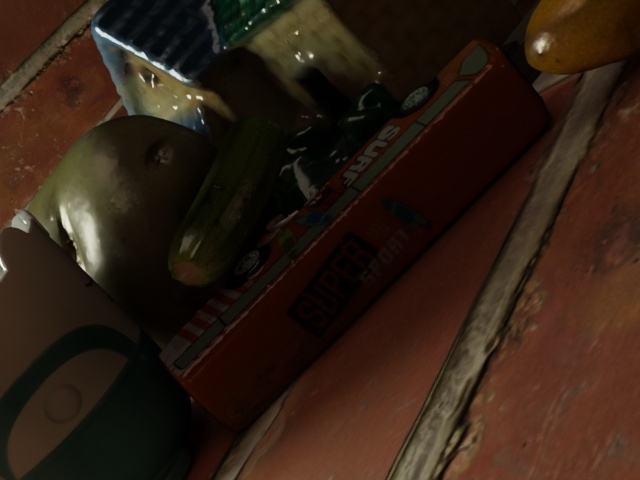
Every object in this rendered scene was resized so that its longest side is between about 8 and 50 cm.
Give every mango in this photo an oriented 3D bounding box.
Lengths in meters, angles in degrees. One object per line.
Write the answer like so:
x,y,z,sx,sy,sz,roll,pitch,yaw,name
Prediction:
0.284,-0.242,1.100,0.177,0.120,0.295,-8,46,59,mango

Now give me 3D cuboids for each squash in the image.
-0.082,-0.041,1.216,0.066,0.066,0.229,-31,23,36,squash

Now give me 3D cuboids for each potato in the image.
-0.189,0.012,1.367,0.221,0.243,0.326,-48,1,-35,potato

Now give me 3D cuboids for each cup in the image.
-0.267,0.136,1.202,0.219,0.257,0.289,-48,16,-19,cup

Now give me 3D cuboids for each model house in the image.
-0.037,-0.222,1.419,0.335,0.343,0.382,-51,18,-28,model house

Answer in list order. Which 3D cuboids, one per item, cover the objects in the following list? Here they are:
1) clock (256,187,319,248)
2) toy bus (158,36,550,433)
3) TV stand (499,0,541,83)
0.000,0.000,1.235,0.129,0.087,0.041,-42,14,-24,clock
0.033,-0.008,1.153,0.409,0.093,0.092,-46,24,-4,toy bus
0.185,-0.170,1.289,0.256,0.040,0.049,-51,16,-24,TV stand
